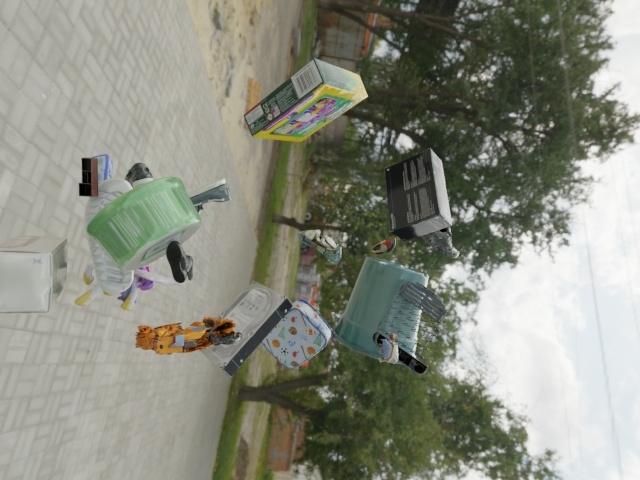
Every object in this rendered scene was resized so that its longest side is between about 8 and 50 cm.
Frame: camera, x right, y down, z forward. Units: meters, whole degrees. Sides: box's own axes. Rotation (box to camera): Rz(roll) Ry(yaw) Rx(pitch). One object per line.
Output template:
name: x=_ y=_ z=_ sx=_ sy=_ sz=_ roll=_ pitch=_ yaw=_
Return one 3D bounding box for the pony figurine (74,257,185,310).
pony figurine: x=-0.777 y=0.121 z=1.728 sx=0.364 sy=0.350 sz=0.303 roll=-53 pitch=-132 yaw=17

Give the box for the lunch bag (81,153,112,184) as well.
lunch bag: x=-0.871 y=-0.258 z=1.650 sx=0.151 sy=0.096 sz=0.129 roll=-15 pitch=-106 yaw=42

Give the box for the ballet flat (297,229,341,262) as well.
ballet flat: x=0.000 y=0.000 z=1.403 sx=0.070 sy=0.188 sz=0.070 roll=-41 pitch=149 yaw=-31

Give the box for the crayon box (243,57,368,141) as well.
crayon box: x=-0.052 y=-0.508 z=1.577 sx=0.313 sy=0.362 sz=0.106 roll=-16 pitch=83 yaw=-56

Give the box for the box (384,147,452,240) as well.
box: x=0.328 y=-0.154 z=1.432 sx=0.103 sy=0.184 sz=0.262 roll=30 pitch=51 yaw=-45

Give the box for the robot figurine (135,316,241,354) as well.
robot figurine: x=-0.383 y=0.283 z=1.261 sx=0.290 sy=0.211 sz=0.085 roll=1 pitch=86 yaw=-47

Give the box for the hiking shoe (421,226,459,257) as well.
hiking shoe: x=0.564 y=-0.003 z=1.887 sx=0.114 sy=0.226 sz=0.086 roll=-56 pitch=-149 yaw=8

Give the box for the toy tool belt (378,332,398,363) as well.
toy tool belt: x=0.180 y=0.288 z=1.127 sx=0.052 sy=0.051 sz=0.083 roll=109 pitch=-13 yaw=-58

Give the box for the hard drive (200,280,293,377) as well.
hard drive: x=-0.291 y=0.314 z=1.564 sx=0.339 sy=0.236 sz=0.064 roll=-48 pitch=128 yaw=-22

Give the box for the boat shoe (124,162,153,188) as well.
boat shoe: x=-0.843 y=-0.288 z=1.938 sx=0.340 sy=0.127 sz=0.113 roll=-1 pitch=-73 yaw=68

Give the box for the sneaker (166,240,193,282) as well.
sneaker: x=-0.432 y=0.063 z=1.304 sx=0.089 sy=0.051 sz=0.170 roll=-82 pitch=173 yaw=-63

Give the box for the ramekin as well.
ramekin: x=-0.503 y=-0.041 z=1.238 sx=0.148 sy=0.303 sz=0.303 roll=55 pitch=0 yaw=0

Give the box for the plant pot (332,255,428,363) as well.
plant pot: x=0.251 y=0.252 z=1.632 sx=0.341 sy=0.340 sz=0.335 roll=-87 pitch=-168 yaw=-87

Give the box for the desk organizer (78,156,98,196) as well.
desk organizer: x=-0.779 y=-0.212 z=1.407 sx=0.050 sy=0.047 sz=0.130 roll=-133 pitch=-135 yaw=-78

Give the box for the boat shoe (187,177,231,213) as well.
boat shoe: x=-0.512 y=-0.149 z=1.704 sx=0.116 sy=0.319 sz=0.099 roll=-95 pitch=160 yaw=-71

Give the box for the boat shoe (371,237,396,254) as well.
boat shoe: x=0.249 y=0.022 z=1.643 sx=0.137 sy=0.043 sz=0.049 roll=141 pitch=-39 yaw=-62

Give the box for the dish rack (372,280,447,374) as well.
dish rack: x=0.314 y=0.283 z=1.417 sx=0.272 sy=0.208 sz=0.074 roll=-56 pitch=-170 yaw=-13

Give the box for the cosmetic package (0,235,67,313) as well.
cosmetic package: x=-0.741 y=0.078 z=1.077 sx=0.296 sy=0.129 sz=0.153 roll=13 pitch=-82 yaw=64

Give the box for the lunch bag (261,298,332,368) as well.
lunch bag: x=-0.107 y=0.400 z=1.816 sx=0.303 sy=0.243 sz=0.115 roll=-43 pitch=179 yaw=27

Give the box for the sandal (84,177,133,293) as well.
sandal: x=-0.759 y=-0.018 z=1.520 sx=0.102 sy=0.169 sz=0.417 roll=-166 pitch=-100 yaw=-66
